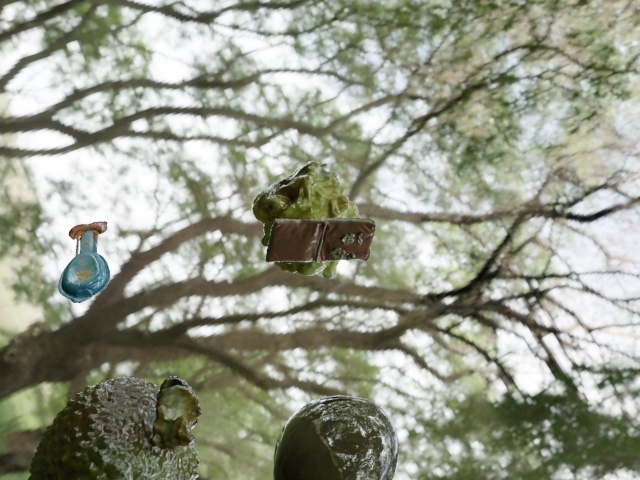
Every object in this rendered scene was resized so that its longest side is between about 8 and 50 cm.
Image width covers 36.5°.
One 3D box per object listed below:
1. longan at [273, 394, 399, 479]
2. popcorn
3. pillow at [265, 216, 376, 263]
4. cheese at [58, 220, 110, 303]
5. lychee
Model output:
[{"bbox_3d":[0.020,0.377,1.680,0.215,0.246,0.246,56,-22,17],"label":"longan"},{"bbox_3d":[-0.024,-0.051,2.721,0.312,0.312,0.312,50,-26,35],"label":"popcorn"},{"bbox_3d":[0.000,0.000,2.080,0.043,0.233,0.126,-105,-162,-48],"label":"pillow"},{"bbox_3d":[-0.481,0.041,1.993,0.256,0.106,0.037,-101,-176,-51],"label":"cheese"},{"bbox_3d":[-0.322,0.350,1.553,0.270,0.320,0.269,-15,90,-86],"label":"lychee"}]
